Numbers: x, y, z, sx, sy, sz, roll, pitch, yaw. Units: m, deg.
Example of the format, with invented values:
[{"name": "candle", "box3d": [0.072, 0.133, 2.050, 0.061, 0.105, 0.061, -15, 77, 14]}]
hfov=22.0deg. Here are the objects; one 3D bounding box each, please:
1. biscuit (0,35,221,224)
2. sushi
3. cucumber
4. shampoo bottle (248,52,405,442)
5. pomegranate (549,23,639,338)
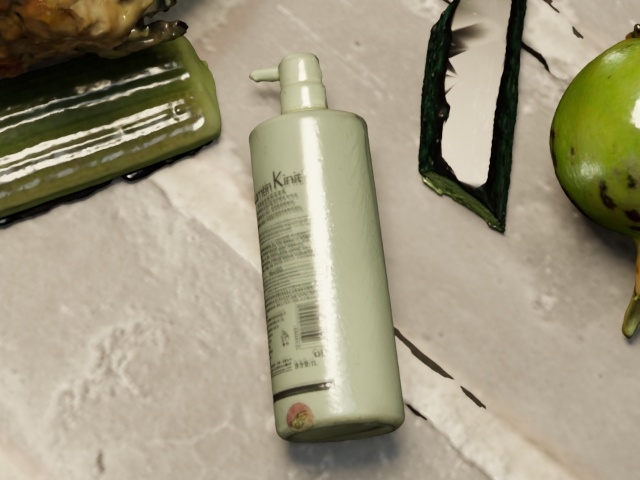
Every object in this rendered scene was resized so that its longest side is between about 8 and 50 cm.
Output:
[{"name": "biscuit", "box3d": [-0.223, -0.060, 1.122, 0.323, 0.038, 0.099, -19, 74, -9]}, {"name": "sushi", "box3d": [-0.182, -0.196, 1.071, 0.225, 0.238, 0.218, 27, 68, -9]}, {"name": "cucumber", "box3d": [0.108, -0.119, 1.165, 0.070, 0.046, 0.220, 6, 75, 5]}, {"name": "shampoo bottle", "box3d": [0.000, 0.000, 1.100, 0.085, 0.085, 0.262, -5, 75, -6]}, {"name": "pomegranate", "box3d": [0.242, -0.040, 1.103, 0.156, 0.156, 0.220, -30, 97, -12]}]
